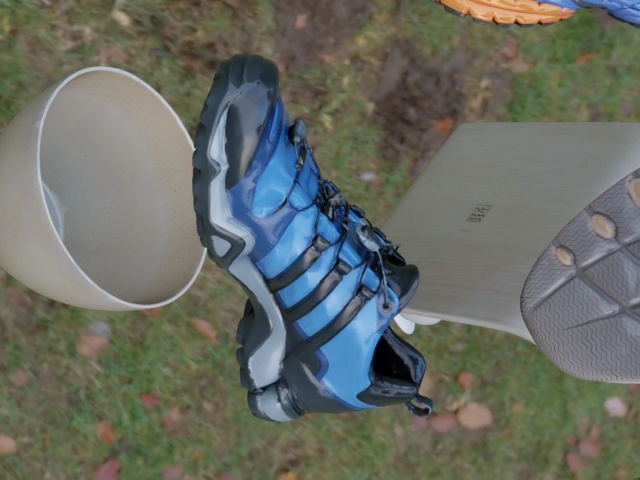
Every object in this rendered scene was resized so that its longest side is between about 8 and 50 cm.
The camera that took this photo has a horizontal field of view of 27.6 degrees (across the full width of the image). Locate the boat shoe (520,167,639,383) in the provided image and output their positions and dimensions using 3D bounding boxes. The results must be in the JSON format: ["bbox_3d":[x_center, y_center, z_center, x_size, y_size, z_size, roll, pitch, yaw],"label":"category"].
[{"bbox_3d":[0.267,-0.010,0.710,0.324,0.123,0.116,-25,165,10],"label":"boat shoe"}]

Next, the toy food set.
[{"bbox_3d":[0.162,0.006,1.123,0.220,0.306,0.092,-52,120,-21],"label":"toy food set"}]

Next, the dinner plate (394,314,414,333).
[{"bbox_3d":[0.094,0.048,1.622,0.017,0.141,0.141,-20,122,15],"label":"dinner plate"}]

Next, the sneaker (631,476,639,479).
[{"bbox_3d":[0.293,0.359,1.278,0.106,0.101,0.267,36,63,6],"label":"sneaker"}]

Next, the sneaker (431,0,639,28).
[{"bbox_3d":[0.167,-0.166,0.711,0.221,0.083,0.087,-3,121,-12],"label":"sneaker"}]

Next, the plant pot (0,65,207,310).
[{"bbox_3d":[-0.293,-0.042,1.537,0.284,0.191,0.284,26,57,-49],"label":"plant pot"}]

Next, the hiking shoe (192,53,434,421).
[{"bbox_3d":[0.000,0.000,0.874,0.132,0.113,0.304,-1,134,12],"label":"hiking shoe"}]
